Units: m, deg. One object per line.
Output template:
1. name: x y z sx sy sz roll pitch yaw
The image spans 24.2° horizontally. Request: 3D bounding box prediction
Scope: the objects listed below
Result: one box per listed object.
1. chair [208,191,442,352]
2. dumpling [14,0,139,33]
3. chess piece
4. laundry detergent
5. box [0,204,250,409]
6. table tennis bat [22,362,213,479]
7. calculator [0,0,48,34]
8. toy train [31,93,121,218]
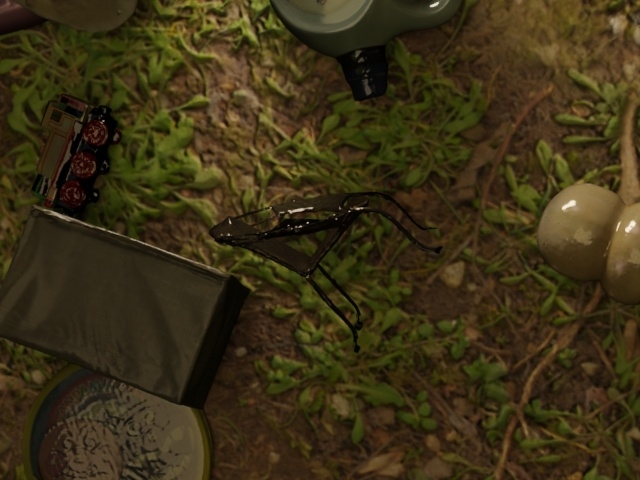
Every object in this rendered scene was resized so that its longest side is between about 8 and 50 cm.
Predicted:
1. chair: 0.000 0.000 1.599 0.213 0.174 0.149 32 101 -4
2. dumpling: -0.298 -0.364 1.606 0.227 0.175 0.243 -9 71 25
3. chess piece: 0.355 0.021 1.561 0.261 0.143 0.142 22 96 16
4. laundry detergent: 0.043 -0.293 1.605 0.215 0.105 0.280 -15 88 8
5. box: -0.218 0.075 1.633 0.231 0.155 0.149 20 84 7
6. table tennis bat: -0.214 0.307 1.702 0.224 0.054 0.368 -19 85 9
7. calculator: -0.298 -0.363 1.694 0.294 0.043 0.194 -27 87 8
8. toy train: -0.284 -0.096 1.700 0.087 0.050 0.138 23 97 13
